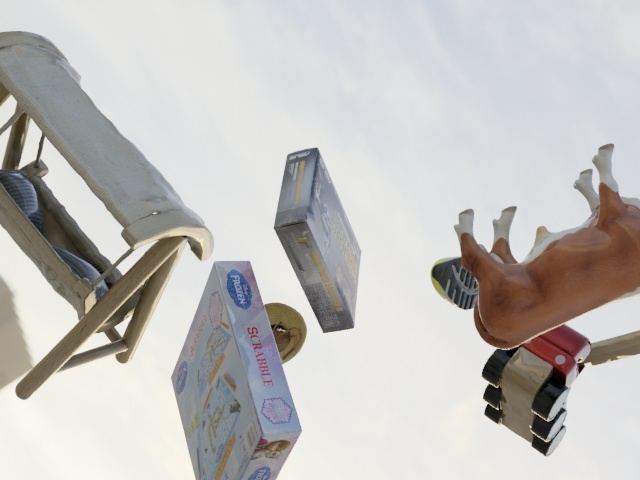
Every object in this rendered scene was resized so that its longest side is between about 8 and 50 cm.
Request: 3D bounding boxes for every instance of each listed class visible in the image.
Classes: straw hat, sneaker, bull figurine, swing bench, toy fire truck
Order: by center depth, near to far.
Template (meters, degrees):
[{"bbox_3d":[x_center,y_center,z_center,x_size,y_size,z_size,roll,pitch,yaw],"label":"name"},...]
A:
[{"bbox_3d":[-0.253,-0.030,1.212,0.253,0.165,0.255,50,-57,15],"label":"swing bench"},{"bbox_3d":[0.310,0.010,1.446,0.101,0.310,0.188,52,15,-70],"label":"bull figurine"},{"bbox_3d":[0.377,0.183,1.863,0.158,0.246,0.217,32,-21,25],"label":"toy fire truck"},{"bbox_3d":[0.215,0.064,1.976,0.094,0.082,0.208,17,-1,33],"label":"sneaker"},{"bbox_3d":[-0.081,0.190,2.322,0.144,0.144,0.061,34,-11,36],"label":"straw hat"}]

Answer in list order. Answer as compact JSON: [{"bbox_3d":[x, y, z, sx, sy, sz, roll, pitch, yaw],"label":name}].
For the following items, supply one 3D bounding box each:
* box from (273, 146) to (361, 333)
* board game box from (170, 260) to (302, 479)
[{"bbox_3d":[0.000,0.000,1.940,0.056,0.183,0.231,-12,-52,16],"label":"box"},{"bbox_3d":[-0.140,0.251,1.940,0.319,0.065,0.318,116,-35,-45],"label":"board game box"}]
